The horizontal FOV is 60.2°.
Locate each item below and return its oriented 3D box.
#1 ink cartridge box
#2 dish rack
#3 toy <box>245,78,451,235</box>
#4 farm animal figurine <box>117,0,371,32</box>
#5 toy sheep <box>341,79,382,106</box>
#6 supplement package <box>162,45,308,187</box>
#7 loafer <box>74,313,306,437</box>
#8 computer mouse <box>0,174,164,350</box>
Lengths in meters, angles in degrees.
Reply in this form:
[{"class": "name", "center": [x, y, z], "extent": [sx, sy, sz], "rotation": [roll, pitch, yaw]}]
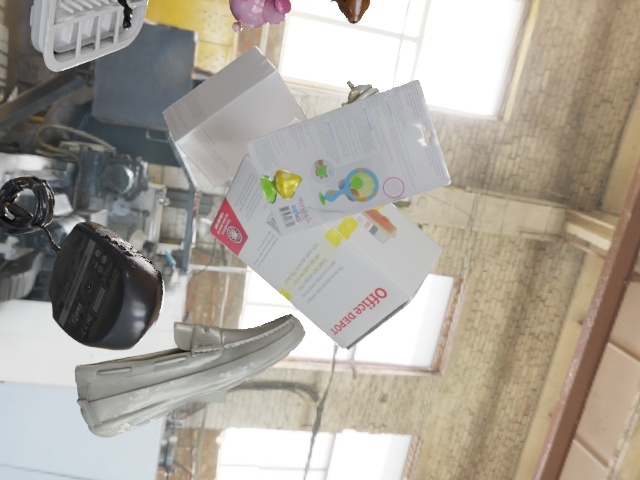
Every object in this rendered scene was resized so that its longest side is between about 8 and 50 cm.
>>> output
[{"class": "ink cartridge box", "center": [0.000, 0.000, 1.094], "extent": [0.160, 0.385, 0.279], "rotation": [-47, 178, -39]}, {"class": "dish rack", "center": [-0.376, -0.470, 0.924], "extent": [0.332, 0.072, 0.285], "rotation": [-60, 179, 36]}, {"class": "toy", "center": [0.035, -0.106, 0.730], "extent": [0.056, 0.237, 0.136], "rotation": [-64, 135, -73]}, {"class": "farm animal figurine", "center": [-0.056, -0.355, 0.542], "extent": [0.172, 0.331, 0.326], "rotation": [10, -76, 58]}, {"class": "toy sheep", "center": [0.094, -0.278, 1.135], "extent": [0.132, 0.091, 0.091], "rotation": [56, -19, 3]}, {"class": "supplement package", "center": [-0.212, -0.308, 1.381], "extent": [0.175, 0.293, 0.177], "rotation": [53, 4, -44]}, {"class": "loafer", "center": [-0.174, 0.161, 0.771], "extent": [0.111, 0.320, 0.112], "rotation": [70, -21, 0]}, {"class": "computer mouse", "center": [-0.184, 0.007, 0.409], "extent": [0.242, 0.041, 0.071], "rotation": [31, -81, 38]}]
